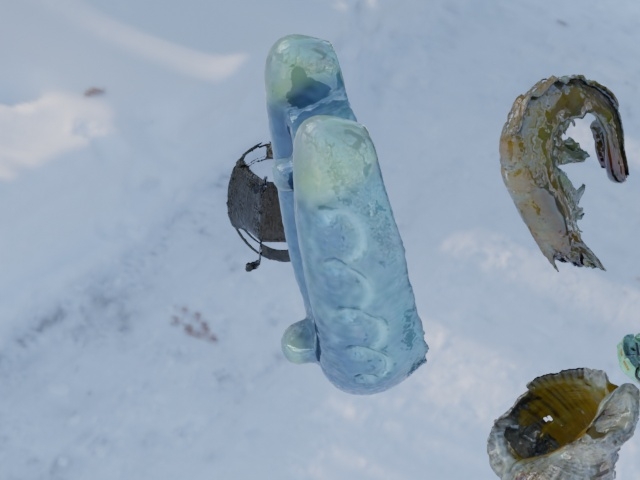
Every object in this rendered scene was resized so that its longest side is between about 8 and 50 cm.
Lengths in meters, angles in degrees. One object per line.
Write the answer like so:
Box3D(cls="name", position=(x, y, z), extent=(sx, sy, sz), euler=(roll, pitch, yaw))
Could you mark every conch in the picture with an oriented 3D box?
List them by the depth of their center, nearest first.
Box3D(cls="conch", position=(0.320, 0.269, 1.516), extent=(0.178, 0.245, 0.163), euler=(40, 14, 10))

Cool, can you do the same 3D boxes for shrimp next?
Box3D(cls="shrimp", position=(0.280, -0.076, 1.272), extent=(0.058, 0.173, 0.253), euler=(29, -17, 52))

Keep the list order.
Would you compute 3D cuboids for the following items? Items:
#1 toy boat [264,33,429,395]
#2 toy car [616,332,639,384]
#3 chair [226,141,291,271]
Box3D(cls="toy boat", position=(0.000, 0.000, 0.977), extent=(0.123, 0.330, 0.215), euler=(-18, 44, -2))
Box3D(cls="toy car", position=(0.540, 0.217, 1.809), extent=(0.186, 0.058, 0.093), euler=(30, 36, -16))
Box3D(cls="chair", position=(-0.050, -0.040, 1.599), extent=(0.149, 0.174, 0.213), euler=(-1, 18, -18))
